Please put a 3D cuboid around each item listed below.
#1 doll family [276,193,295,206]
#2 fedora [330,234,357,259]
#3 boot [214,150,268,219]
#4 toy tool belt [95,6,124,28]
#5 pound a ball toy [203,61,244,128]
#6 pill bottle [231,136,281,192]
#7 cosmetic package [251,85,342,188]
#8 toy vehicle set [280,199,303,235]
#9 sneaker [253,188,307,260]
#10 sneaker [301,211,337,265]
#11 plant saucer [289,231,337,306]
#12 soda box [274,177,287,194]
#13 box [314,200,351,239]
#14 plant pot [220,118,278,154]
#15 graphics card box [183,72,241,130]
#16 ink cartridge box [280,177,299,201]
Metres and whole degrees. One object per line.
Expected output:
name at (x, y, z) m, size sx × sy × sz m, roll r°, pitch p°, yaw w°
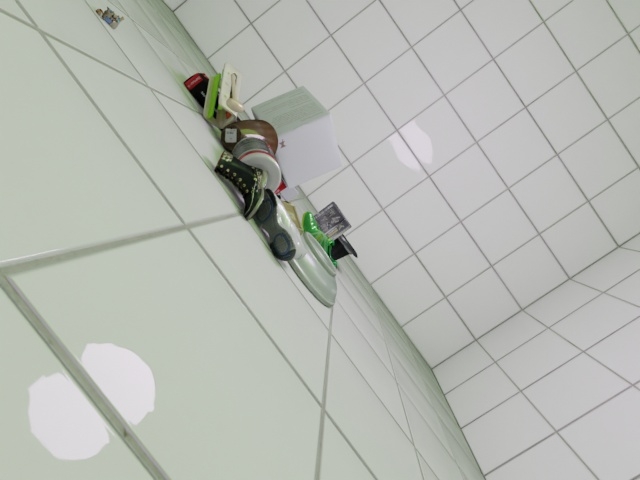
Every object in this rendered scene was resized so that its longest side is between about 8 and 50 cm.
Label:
doll family at (-0.185, -0.161, 1.922) m, size 0.111 × 0.076 × 0.193 m, roll 15°, pitch -9°, yaw 11°
fedora at (0.093, 0.022, 2.655) m, size 0.334 × 0.152 × 0.334 m, roll 54°, pitch 3°, yaw -4°
boot at (-0.278, -0.189, 1.438) m, size 0.178 × 0.085 × 0.237 m, roll 28°, pitch 43°, yaw -23°
toy tool belt at (-0.695, -0.748, 1.411) m, size 0.052 × 0.051 × 0.083 m, roll 56°, pitch 7°, yaw 17°
pound a ball toy at (-0.399, -0.643, 1.901) m, size 0.135 × 0.208 × 0.319 m, roll 29°, pitch 49°, yaw -42°
pill bottle at (-0.263, -0.305, 1.690) m, size 0.176 × 0.176 × 0.319 m, roll 50°, pitch 8°, yaw -32°
cosmetic package at (-0.129, -0.558, 2.284) m, size 0.328 × 0.329 × 0.394 m, roll 72°, pitch -9°, yaw -45°
toy vehicle set at (-0.164, -0.107, 1.691) m, size 0.165 × 0.035 × 0.267 m, roll 23°, pitch 18°, yaw -20°
sneaker at (-0.144, -0.050, 1.502) m, size 0.129 × 0.111 × 0.297 m, roll 18°, pitch 44°, yaw -60°
sneaker at (0.000, 0.000, 1.970) m, size 0.296 × 0.123 × 0.109 m, roll 70°, pitch 20°, yaw 1°
plant saucer at (-0.032, 0.078, 1.727) m, size 0.401 × 0.100 × 0.400 m, roll 54°, pitch 7°, yaw -9°
soda box at (-0.276, -0.364, 2.299) m, size 0.092 × 0.083 × 0.263 m, roll 50°, pitch 8°, yaw -50°
box at (0.038, -0.087, 2.479) m, size 0.183 × 0.231 × 0.056 m, roll 56°, pitch 10°, yaw 16°
plant pot at (-0.339, -0.453, 1.917) m, size 0.215 × 0.215 × 0.230 m, roll 55°, pitch 21°, yaw 9°
graphics card box at (-0.502, -0.649, 2.110) m, size 0.371 × 0.094 × 0.233 m, roll 53°, pitch 6°, yaw -20°
ink cartridge box at (-0.233, -0.357, 2.535) m, size 0.160 × 0.092 × 0.219 m, roll 49°, pitch 9°, yaw -42°
